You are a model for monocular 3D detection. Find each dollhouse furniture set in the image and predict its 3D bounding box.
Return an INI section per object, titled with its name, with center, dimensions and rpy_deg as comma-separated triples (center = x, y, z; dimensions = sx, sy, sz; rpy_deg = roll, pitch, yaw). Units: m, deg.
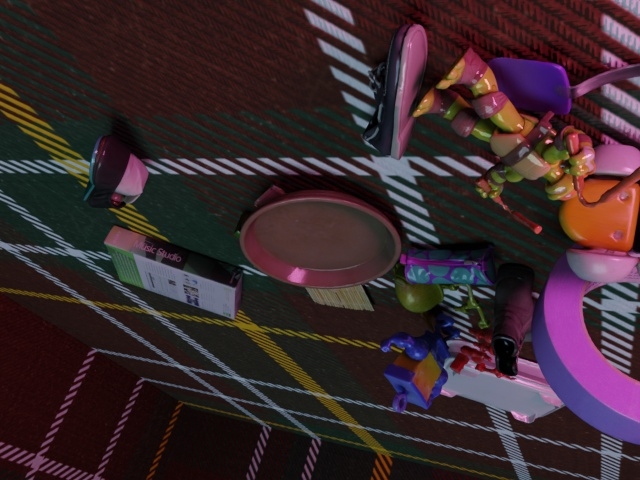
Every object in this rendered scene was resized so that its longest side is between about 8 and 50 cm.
[dollhouse furniture set]
center = -0.091, -0.053, 1.056
dimensions = 0.076, 0.059, 0.151
rpy_deg = 38, 129, -18

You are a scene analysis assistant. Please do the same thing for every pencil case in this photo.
[pencil case]
center = 0.217, 0.042, 0.988
dimensions = 0.151, 0.065, 0.070
rpy_deg = -2, 162, 34

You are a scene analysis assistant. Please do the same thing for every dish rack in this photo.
[dish rack]
center = 0.428, 0.352, 1.422
dimensions = 0.332, 0.072, 0.285
rpy_deg = 18, 154, 6

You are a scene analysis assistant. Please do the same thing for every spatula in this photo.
[spatula]
center = 0.310, -0.163, 0.584
dimensions = 0.296, 0.030, 0.084
rpy_deg = 2, 153, 30

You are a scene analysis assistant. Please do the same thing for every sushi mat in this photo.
[sushi mat]
center = 0.007, 0.064, 1.211
dimensions = 0.151, 0.019, 0.316
rpy_deg = 5, 150, 23

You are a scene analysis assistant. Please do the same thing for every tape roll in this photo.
[tape roll]
center = 0.423, 0.117, 0.762
dimensions = 0.274, 0.275, 0.090
rpy_deg = 11, 152, 15

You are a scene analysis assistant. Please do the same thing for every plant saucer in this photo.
[plant saucer]
center = 0.000, 0.000, 1.015
dimensions = 0.277, 0.041, 0.278
rpy_deg = 3, 146, 2

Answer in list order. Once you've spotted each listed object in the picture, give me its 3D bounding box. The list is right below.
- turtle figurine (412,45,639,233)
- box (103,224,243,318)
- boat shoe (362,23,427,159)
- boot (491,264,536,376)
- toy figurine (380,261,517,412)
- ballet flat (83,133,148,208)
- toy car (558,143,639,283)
[turtle figurine]
center = 0.218, -0.112, 0.638
dimensions = 0.217, 0.087, 0.269
rpy_deg = 39, 173, -4
[box]
center = -0.350, 0.085, 1.442
dimensions = 0.322, 0.058, 0.232
rpy_deg = 18, 153, -1
[boat shoe]
center = 0.077, -0.168, 0.680
dimensions = 0.065, 0.075, 0.206
rpy_deg = 24, 158, 14
[boot]
center = 0.335, 0.166, 1.034
dimensions = 0.083, 0.161, 0.246
rpy_deg = 4, 149, 28
[toy figurine]
center = 0.210, 0.235, 1.131
dimensions = 0.191, 0.217, 0.362
rpy_deg = 22, 155, 44
[ballet flat]
center = -0.363, -0.116, 1.053
dimensions = 0.096, 0.095, 0.280
rpy_deg = 18, 165, -20
[toy car]
center = 0.379, -0.027, 0.699
dimensions = 0.182, 0.159, 0.136
rpy_deg = 9, -174, 19
